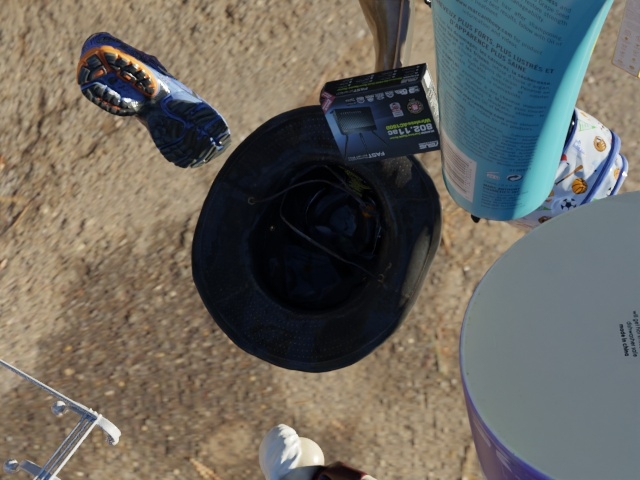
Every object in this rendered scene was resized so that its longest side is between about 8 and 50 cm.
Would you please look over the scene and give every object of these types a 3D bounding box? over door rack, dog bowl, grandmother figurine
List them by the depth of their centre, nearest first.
[{"bbox_3d":[0.223,0.089,0.755,0.265,0.265,0.104,-42,137,-23],"label":"dog bowl"},{"bbox_3d":[0.061,0.376,1.696,0.342,0.208,0.104,31,47,9],"label":"grandmother figurine"},{"bbox_3d":[-0.483,0.284,1.702,0.324,0.108,0.239,31,61,11],"label":"over door rack"}]

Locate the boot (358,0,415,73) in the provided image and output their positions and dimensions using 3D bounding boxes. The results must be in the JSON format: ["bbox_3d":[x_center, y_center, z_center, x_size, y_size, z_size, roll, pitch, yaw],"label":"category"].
[{"bbox_3d":[0.070,-0.328,1.565,0.115,0.112,0.305,0,76,1],"label":"boot"}]

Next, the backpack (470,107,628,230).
[{"bbox_3d":[0.429,-0.123,2.176,0.213,0.263,0.276,25,90,-6],"label":"backpack"}]

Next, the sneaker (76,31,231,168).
[{"bbox_3d":[-0.179,-0.161,1.321,0.221,0.083,0.087,40,21,-42],"label":"sneaker"}]

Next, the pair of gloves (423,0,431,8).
[{"bbox_3d":[0.114,-0.230,1.106,0.074,0.010,0.083,19,48,-44],"label":"pair of gloves"}]

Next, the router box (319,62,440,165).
[{"bbox_3d":[0.070,-0.136,1.299,0.038,0.122,0.092,-72,146,-46],"label":"router box"}]

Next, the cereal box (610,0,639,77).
[{"bbox_3d":[0.409,-0.316,1.368,0.047,0.240,0.173,33,74,18],"label":"cereal box"}]

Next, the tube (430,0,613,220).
[{"bbox_3d":[0.071,-0.069,0.459,0.080,0.207,0.052,30,76,16],"label":"tube"}]

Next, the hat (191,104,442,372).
[{"bbox_3d":[0.000,0.000,1.523,0.331,0.134,0.331,-1,87,9],"label":"hat"}]
